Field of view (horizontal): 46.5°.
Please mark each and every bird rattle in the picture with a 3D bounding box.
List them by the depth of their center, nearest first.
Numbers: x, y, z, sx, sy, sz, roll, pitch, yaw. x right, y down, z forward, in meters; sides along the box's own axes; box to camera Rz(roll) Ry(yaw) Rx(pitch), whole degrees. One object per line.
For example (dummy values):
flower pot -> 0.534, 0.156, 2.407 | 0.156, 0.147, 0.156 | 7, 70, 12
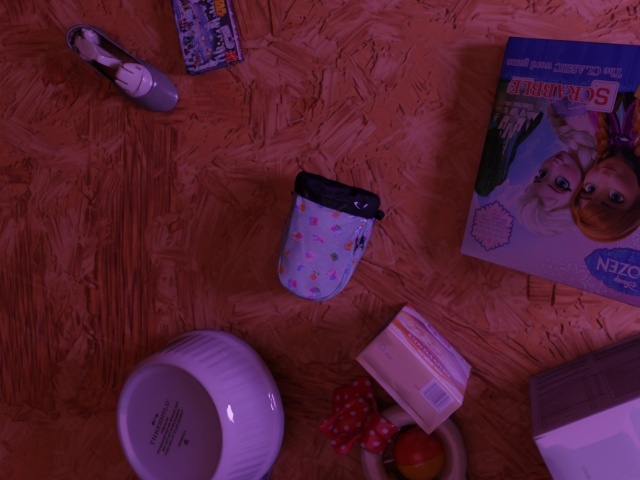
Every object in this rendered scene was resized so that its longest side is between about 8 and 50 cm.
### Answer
bird rattle -> 0.121, 0.330, 1.157 | 0.207, 0.143, 0.253 | -16, 78, 5

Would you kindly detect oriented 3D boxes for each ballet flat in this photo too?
ballet flat -> -0.330, -0.280, 1.218 | 0.213, 0.068, 0.072 | 37, 104, 8

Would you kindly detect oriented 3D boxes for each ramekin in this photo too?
ramekin -> -0.202, 0.284, 1.183 | 0.273, 0.127, 0.272 | 2, 94, 28

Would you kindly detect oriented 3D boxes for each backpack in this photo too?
backpack -> 0.000, 0.000, 1.134 | 0.152, 0.115, 0.182 | 20, 103, 10

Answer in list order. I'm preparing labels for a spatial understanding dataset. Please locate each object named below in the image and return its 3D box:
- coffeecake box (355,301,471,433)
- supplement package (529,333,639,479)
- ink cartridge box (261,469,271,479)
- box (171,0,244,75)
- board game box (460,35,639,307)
coffeecake box -> 0.140, 0.177, 1.076 | 0.142, 0.185, 0.068 | 45, 105, 6
supplement package -> 0.407, 0.265, 0.973 | 0.198, 0.263, 0.199 | -26, 89, 16
ink cartridge box -> -0.159, 0.339, 1.260 | 0.179, 0.045, 0.145 | 21, 102, 29
box -> -0.182, -0.343, 1.192 | 0.094, 0.027, 0.137 | -12, 92, 15
board game box -> 0.361, -0.095, 0.978 | 0.319, 0.066, 0.318 | 18, 101, 43
